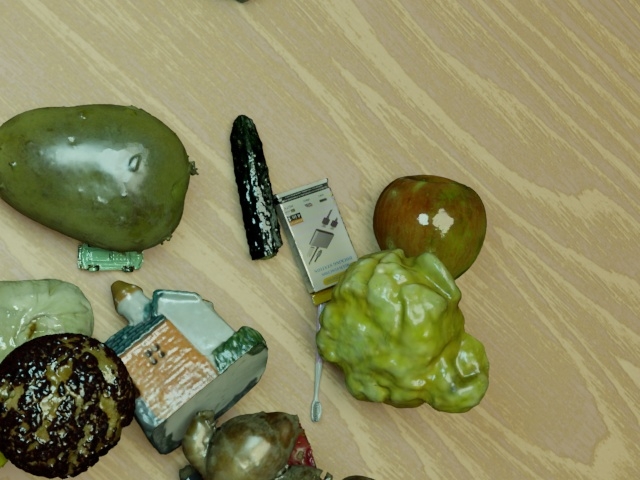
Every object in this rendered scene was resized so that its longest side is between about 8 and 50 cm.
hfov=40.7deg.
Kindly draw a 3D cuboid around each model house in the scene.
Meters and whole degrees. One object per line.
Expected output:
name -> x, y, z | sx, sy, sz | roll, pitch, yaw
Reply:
model house -> -0.285, 0.197, 1.613 | 0.271, 0.190, 0.301 | -39, 74, -18

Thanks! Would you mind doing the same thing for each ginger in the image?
ginger -> -0.082, 0.433, 1.536 | 0.375, 0.176, 0.256 | 41, 98, 3

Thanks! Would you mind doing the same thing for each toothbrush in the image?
toothbrush -> -0.001, 0.233, 1.791 | 0.020, 0.025, 0.286 | 7, 79, -22

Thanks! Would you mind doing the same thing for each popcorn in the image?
popcorn -> 0.154, 0.189, 1.696 | 0.294, 0.292, 0.334 | -37, 110, -5

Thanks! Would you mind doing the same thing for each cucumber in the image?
cucumber -> -0.135, -0.111, 1.752 | 0.072, 0.081, 0.303 | -12, 88, 4

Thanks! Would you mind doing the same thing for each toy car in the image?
toy car -> -0.397, 0.031, 1.636 | 0.122, 0.035, 0.059 | 2, 82, -33

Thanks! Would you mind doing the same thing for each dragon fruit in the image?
dragon fruit -> -0.066, 0.447, 1.681 | 0.111, 0.153, 0.153 | -12, 88, -8

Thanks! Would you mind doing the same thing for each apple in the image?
apple -> 0.230, -0.022, 1.847 | 0.246, 0.246, 0.226 | 2, 101, -24

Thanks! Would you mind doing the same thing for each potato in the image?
potato -> -0.409, -0.132, 1.553 | 0.359, 0.219, 0.269 | 20, 82, -18

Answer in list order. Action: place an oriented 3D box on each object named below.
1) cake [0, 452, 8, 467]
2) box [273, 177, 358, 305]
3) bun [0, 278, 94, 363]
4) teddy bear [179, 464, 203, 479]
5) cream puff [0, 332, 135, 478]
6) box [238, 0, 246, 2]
cake -> -0.634, 0.366, 1.403 | 0.260, 0.179, 0.156 | -32, 97, -28
box -> 0.000, 0.000, 1.810 | 0.129, 0.033, 0.247 | -21, 87, -27
bun -> -0.521, 0.162, 1.500 | 0.244, 0.153, 0.243 | 5, 76, -22
teddy bear -> -0.213, 0.513, 1.598 | 0.251, 0.129, 0.182 | -40, 102, -23
cream puff -> -0.409, 0.265, 1.392 | 0.239, 0.165, 0.239 | 0, 90, -52
box -> -0.168, -0.607, 1.772 | 0.129, 0.148, 0.210 | 18, 75, -33
